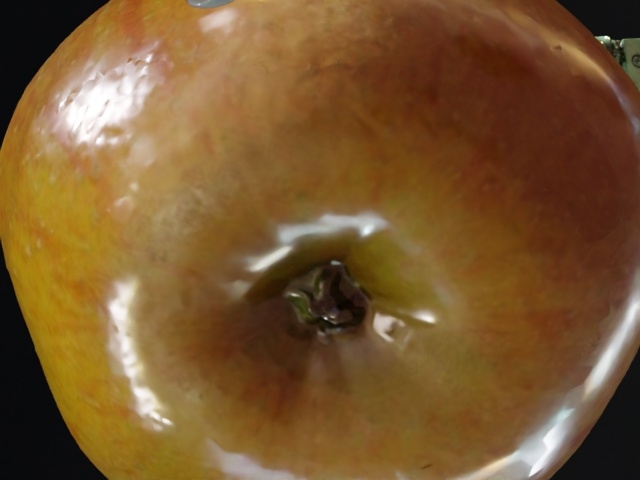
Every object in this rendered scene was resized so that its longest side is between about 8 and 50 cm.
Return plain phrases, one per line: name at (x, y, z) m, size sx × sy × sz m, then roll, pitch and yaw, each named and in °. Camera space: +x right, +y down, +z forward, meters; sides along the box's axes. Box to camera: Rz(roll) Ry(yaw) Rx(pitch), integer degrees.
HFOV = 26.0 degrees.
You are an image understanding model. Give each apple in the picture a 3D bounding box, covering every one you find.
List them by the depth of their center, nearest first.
apple at (0.000, 0.000, 0.832) m, size 0.400 × 0.400 × 0.333 m, roll 69°, pitch -158°, yaw -4°

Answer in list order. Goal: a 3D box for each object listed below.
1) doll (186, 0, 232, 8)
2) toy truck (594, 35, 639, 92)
doll at (-0.024, -0.108, 0.358) m, size 0.180 × 0.079 × 0.094 m, roll -21°, pitch -78°, yaw -56°
toy truck at (0.267, -0.100, 1.184) m, size 0.080 × 0.078 × 0.154 m, roll -6°, pitch -101°, yaw -18°
